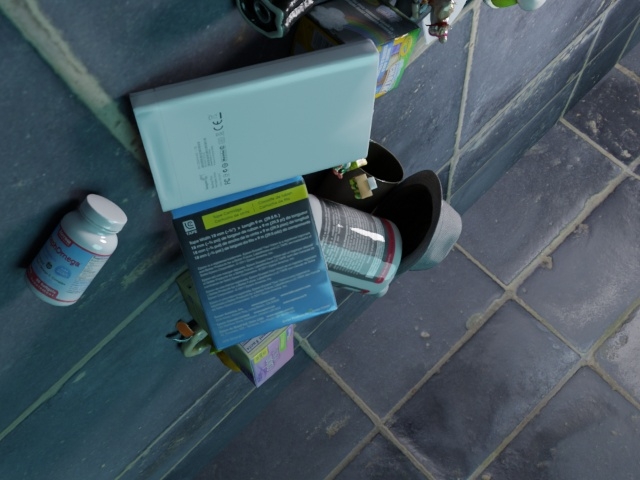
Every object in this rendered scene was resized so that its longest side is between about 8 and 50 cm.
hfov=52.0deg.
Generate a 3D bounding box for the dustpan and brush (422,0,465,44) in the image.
[{"bbox_3d":[0.263,-0.507,1.296,0.211,0.060,0.147,-37,148,-6],"label":"dustpan and brush"}]

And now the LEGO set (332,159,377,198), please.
[{"bbox_3d":[0.039,-0.211,1.290,0.107,0.132,0.286,-24,130,-37],"label":"LEGO set"}]

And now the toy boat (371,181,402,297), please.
[{"bbox_3d":[0.128,-0.009,1.693,0.267,0.148,0.318,-44,-155,54],"label":"toy boat"}]

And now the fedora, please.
[{"bbox_3d":[0.223,-0.020,1.490,0.124,0.243,0.275,22,139,-28],"label":"fedora"}]

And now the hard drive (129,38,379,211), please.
[{"bbox_3d":[-0.090,-0.170,1.005,0.353,0.047,0.233,-16,148,-12],"label":"hard drive"}]

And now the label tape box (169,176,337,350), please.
[{"bbox_3d":[-0.129,0.003,1.200,0.241,0.106,0.333,-18,111,-10],"label":"label tape box"}]

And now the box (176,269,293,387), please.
[{"bbox_3d":[-0.181,0.171,1.435,0.117,0.243,0.213,-39,160,-19],"label":"box"}]

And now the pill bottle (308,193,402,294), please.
[{"bbox_3d":[0.000,0.000,1.394,0.319,0.176,0.176,16,123,-29],"label":"pill bottle"}]

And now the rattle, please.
[{"bbox_3d":[-0.277,0.267,1.601,0.130,0.142,0.199,-25,165,-4],"label":"rattle"}]

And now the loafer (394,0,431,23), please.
[{"bbox_3d":[0.193,-0.483,1.156,0.223,0.076,0.078,-57,154,16],"label":"loafer"}]

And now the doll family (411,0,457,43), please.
[{"bbox_3d":[0.166,-0.448,1.034,0.163,0.119,0.262,-33,131,-80],"label":"doll family"}]

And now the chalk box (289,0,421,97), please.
[{"bbox_3d":[0.069,-0.327,1.114,0.213,0.132,0.132,-31,156,-35],"label":"chalk box"}]

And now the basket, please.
[{"bbox_3d":[0.065,-0.108,1.542,0.227,0.154,0.204,-52,172,30],"label":"basket"}]

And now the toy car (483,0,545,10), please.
[{"bbox_3d":[0.423,-0.576,1.382,0.182,0.159,0.136,-43,127,-8],"label":"toy car"}]

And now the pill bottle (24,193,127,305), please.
[{"bbox_3d":[-0.358,0.013,0.969,0.160,0.087,0.087,-51,161,13],"label":"pill bottle"}]

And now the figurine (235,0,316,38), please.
[{"bbox_3d":[-0.014,-0.408,0.862,0.209,0.092,0.215,-46,162,-26],"label":"figurine"}]
